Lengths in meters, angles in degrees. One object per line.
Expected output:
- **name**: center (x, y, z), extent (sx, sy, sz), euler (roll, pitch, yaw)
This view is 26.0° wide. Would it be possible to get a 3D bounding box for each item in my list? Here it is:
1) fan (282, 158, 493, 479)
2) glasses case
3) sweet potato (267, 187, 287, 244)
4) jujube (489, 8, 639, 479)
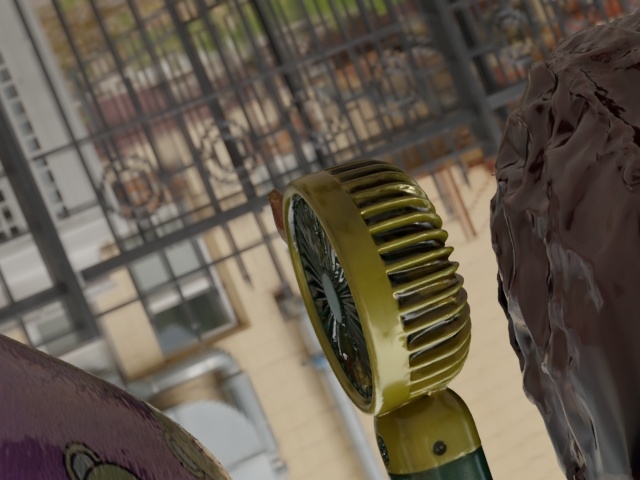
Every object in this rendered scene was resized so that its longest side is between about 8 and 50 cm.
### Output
- **fan**: center (0.031, 0.048, 0.456), extent (0.039, 0.155, 0.082), euler (-18, -179, -13)
- **glasses case**: center (-0.116, 0.099, 0.536), extent (0.076, 0.123, 0.316), euler (-37, 146, 13)
- **sweet potato**: center (0.000, 0.000, 0.935), extent (0.034, 0.095, 0.034), euler (-53, -178, 2)
- **jujube**: center (0.207, 0.021, 0.662), extent (0.258, 0.258, 0.376), euler (-22, -157, 9)
